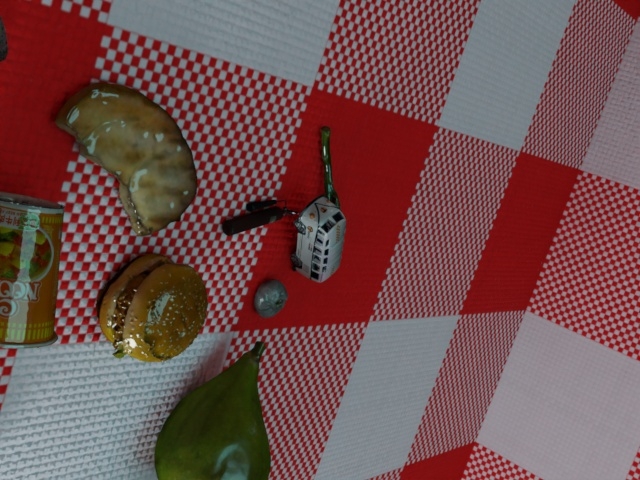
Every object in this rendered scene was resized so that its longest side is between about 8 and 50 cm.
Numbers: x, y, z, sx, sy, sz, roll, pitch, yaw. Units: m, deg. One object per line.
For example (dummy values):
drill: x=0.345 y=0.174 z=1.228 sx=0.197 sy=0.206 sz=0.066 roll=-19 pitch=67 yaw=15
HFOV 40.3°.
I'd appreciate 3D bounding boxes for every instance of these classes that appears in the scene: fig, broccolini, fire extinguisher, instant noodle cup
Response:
fig: x=-0.171 y=0.374 z=1.657 sx=0.314 sy=0.233 sz=0.233 roll=-49 pitch=144 yaw=-30
broccolini: x=0.020 y=-0.120 z=1.756 sx=0.051 sy=0.054 sz=0.239 roll=-21 pitch=126 yaw=-28
fire extinguisher: x=-0.115 y=-0.049 z=1.633 sx=0.173 sy=0.035 sz=0.049 roll=-19 pitch=87 yaw=-47
instant noodle cup: x=-0.417 y=0.033 z=1.170 sx=0.168 sy=0.168 sz=0.185 roll=5 pitch=100 yaw=-55

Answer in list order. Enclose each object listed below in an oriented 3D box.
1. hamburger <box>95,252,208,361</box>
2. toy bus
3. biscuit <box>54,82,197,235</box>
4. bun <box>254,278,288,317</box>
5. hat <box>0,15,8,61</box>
hamburger: x=-0.267 y=0.118 z=1.454 sx=0.182 sy=0.118 sz=0.191 roll=-61 pitch=151 yaw=1
toy bus: x=0.000 y=0.000 z=1.738 sx=0.087 sy=0.089 sz=0.194 roll=-40 pitch=155 yaw=-32
biscuit: x=-0.280 y=-0.134 z=1.334 sx=0.154 sy=0.045 sz=0.299 roll=-49 pitch=143 yaw=-20
bun: x=-0.097 y=0.118 z=1.746 sx=0.083 sy=0.045 sz=0.083 roll=-28 pitch=133 yaw=-35
hat: x=-0.421 y=-0.246 z=1.081 sx=0.087 sy=0.042 sz=0.058 roll=-80 pitch=174 yaw=-47
